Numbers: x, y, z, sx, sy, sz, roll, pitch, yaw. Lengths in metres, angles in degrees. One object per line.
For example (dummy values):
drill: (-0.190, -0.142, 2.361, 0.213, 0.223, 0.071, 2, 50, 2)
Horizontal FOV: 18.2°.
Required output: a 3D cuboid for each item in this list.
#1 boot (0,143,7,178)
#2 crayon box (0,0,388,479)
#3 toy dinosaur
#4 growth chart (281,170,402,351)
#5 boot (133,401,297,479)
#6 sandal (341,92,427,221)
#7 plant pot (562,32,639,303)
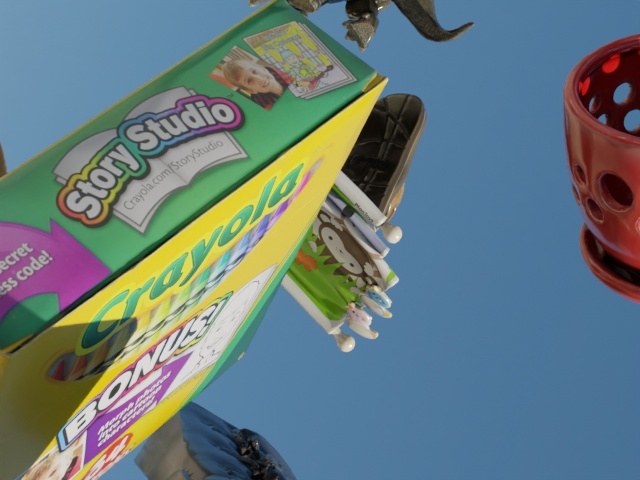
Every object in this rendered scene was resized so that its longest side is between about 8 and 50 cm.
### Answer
boot: (-0.369, -0.038, 1.877, 0.165, 0.213, 0.077, -19, -170, 28)
crayon box: (-0.144, 0.046, 1.283, 0.363, 0.106, 0.313, -39, 165, -42)
toy dinosaur: (0.019, -0.264, 1.966, 0.313, 0.121, 0.160, 5, -134, 38)
growth chart: (0.000, 0.000, 1.694, 0.021, 0.172, 0.237, -42, 169, -27)
boot: (-0.016, 0.337, 1.948, 0.146, 0.367, 0.445, -42, -169, -7)
sandal: (0.046, -0.053, 2.041, 0.090, 0.060, 0.219, 14, -116, 31)
plant pot: (0.288, -0.053, 1.596, 0.191, 0.191, 0.174, -110, -167, -53)
